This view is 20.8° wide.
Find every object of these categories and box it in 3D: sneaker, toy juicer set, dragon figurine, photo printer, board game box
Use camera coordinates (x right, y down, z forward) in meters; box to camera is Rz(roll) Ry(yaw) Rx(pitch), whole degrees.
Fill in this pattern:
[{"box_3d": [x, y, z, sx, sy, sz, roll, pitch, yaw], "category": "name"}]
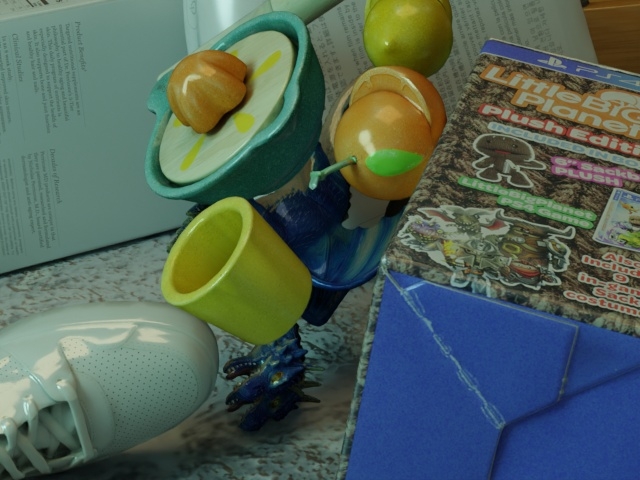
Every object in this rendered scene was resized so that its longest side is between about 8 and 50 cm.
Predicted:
[{"box_3d": [-0.194, 0.132, 0.987, 0.292, 0.108, 0.169, -15, 28, -1], "category": "sneaker"}, {"box_3d": [-0.025, -0.102, 1.029, 0.209, 0.089, 0.329, -42, 31, 15], "category": "toy juicer set"}, {"box_3d": [0.000, 0.000, 1.151, 0.144, 0.085, 0.289, 43, 54, 3], "category": "dragon figurine"}, {"box_3d": [0.053, -0.133, 1.304, 0.307, 0.256, 0.107, -25, 13, -25], "category": "photo printer"}, {"box_3d": [0.107, 0.061, 0.913, 0.141, 0.232, 0.291, 15, 29, 8], "category": "board game box"}]

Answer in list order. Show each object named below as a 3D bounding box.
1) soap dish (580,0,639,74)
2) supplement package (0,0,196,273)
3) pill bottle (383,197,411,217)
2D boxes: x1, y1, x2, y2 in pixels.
[{"box_3d": [0.313, -0.195, 1.562, 0.290, 0.118, 0.229, -6, 26, -2], "category": "soap dish"}, {"box_3d": [-0.212, -0.117, 1.372, 0.262, 0.199, 0.198, -15, 28, -22], "category": "supplement package"}, {"box_3d": [0.151, 0.004, 1.152, 0.219, 0.123, 0.122, 4, 24, 43], "category": "pill bottle"}]
